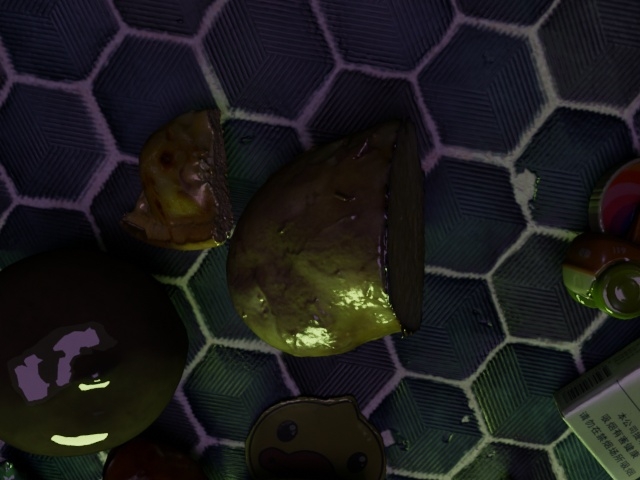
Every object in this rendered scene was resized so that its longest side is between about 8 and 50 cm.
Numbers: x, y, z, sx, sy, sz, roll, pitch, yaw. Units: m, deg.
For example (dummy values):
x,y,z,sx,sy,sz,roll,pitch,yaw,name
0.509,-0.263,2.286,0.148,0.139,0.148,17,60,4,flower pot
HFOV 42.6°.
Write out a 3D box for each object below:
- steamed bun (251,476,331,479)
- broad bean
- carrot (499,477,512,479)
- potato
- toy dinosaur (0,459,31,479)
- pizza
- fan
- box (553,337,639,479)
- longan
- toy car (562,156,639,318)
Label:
x,y,z,sx,sy,sz,roll,pitch,yaw,name
-0.029,0.521,1.248,0.252,0.199,0.301,1,115,-1,steamed bun
-0.246,0.402,1.270,0.156,0.122,0.228,-41,111,-11,broad bean
0.312,0.425,1.297,0.035,0.035,0.142,-23,114,10,carrot
0.000,0.000,1.057,0.237,0.288,0.301,1,155,17,potato
-0.461,0.476,1.331,0.120,0.079,0.292,-16,107,14,toy dinosaur
-0.210,-0.076,1.089,0.204,0.081,0.188,-8,80,39,pizza
-0.026,0.378,1.305,0.230,0.011,0.335,26,109,-8,fan
0.495,0.225,1.194,0.259,0.071,0.168,-38,103,16,box
-0.326,0.148,1.103,0.297,0.297,0.297,1,110,2,longan
0.447,-0.004,1.093,0.235,0.145,0.235,0,93,-1,toy car
